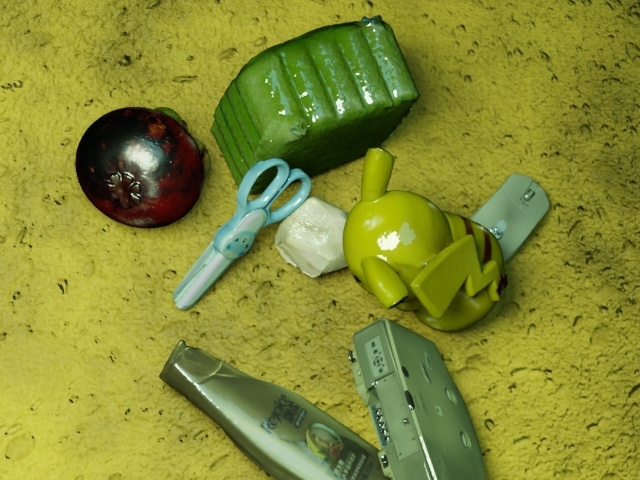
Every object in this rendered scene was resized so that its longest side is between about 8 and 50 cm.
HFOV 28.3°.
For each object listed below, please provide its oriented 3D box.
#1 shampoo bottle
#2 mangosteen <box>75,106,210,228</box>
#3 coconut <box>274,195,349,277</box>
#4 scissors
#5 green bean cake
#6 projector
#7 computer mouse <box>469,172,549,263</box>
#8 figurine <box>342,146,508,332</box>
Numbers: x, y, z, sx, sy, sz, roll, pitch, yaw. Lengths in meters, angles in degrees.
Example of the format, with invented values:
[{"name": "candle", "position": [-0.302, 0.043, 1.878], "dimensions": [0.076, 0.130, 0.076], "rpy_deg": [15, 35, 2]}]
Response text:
[{"name": "shampoo bottle", "position": [-0.060, 0.254, 1.709], "dimensions": [0.350, 0.084, 0.125], "rpy_deg": [35, 38, -1]}, {"name": "mangosteen", "position": [-0.242, -0.111, 1.763], "dimensions": [0.199, 0.200, 0.200], "rpy_deg": [6, 68, -15]}, {"name": "coconut", "position": [0.000, 0.000, 1.817], "dimensions": [0.124, 0.110, 0.110], "rpy_deg": [31, 64, 4]}, {"name": "scissors", "position": [-0.118, -0.005, 1.748], "dimensions": [0.256, 0.125, 0.030], "rpy_deg": [-50, 58, 9]}, {"name": "green bean cake", "position": [-0.013, -0.191, 1.807], "dimensions": [0.249, 0.247, 0.156], "rpy_deg": [-18, 77, -21]}, {"name": "projector", "position": [0.136, 0.252, 1.728], "dimensions": [0.193, 0.088, 0.270], "rpy_deg": [29, 37, -51]}, {"name": "computer mouse", "position": [0.292, -0.037, 1.947], "dimensions": [0.089, 0.056, 0.182], "rpy_deg": [45, 64, -2]}, {"name": "figurine", "position": [0.139, 0.029, 1.758], "dimensions": [0.326, 0.169, 0.218], "rpy_deg": [22, 58, -43]}]
